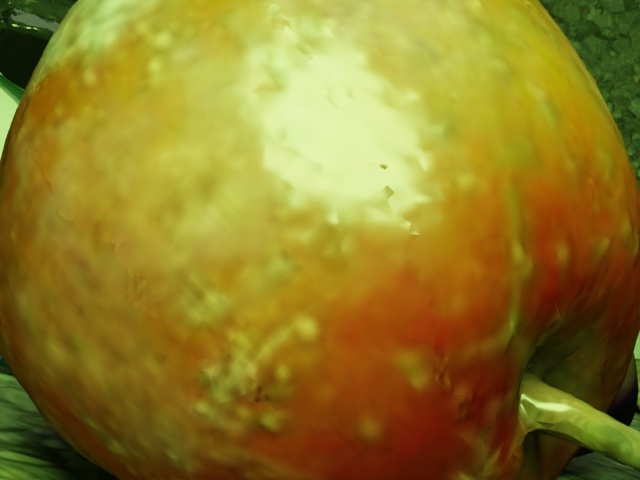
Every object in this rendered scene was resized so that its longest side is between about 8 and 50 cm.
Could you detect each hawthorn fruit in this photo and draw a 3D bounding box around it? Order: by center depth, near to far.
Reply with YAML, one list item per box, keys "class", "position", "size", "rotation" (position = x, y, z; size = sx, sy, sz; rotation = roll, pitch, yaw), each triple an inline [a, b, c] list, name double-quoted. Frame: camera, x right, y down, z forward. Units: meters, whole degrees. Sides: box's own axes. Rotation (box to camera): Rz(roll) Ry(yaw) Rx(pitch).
- class: "hawthorn fruit"
  position: [0.002, 0.016, 0.674]
  size: [0.231, 0.263, 0.235]
  rotation: [-20, -8, 4]

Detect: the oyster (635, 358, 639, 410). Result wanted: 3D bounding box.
- class: "oyster"
  position: [0.242, 0.119, 1.337]
  size: [0.081, 0.038, 0.083]
  rotation: [44, -15, 20]

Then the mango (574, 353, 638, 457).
- class: "mango"
  position: [0.038, 0.022, 0.958]
  size: [0.287, 0.152, 0.201]
  rotation: [15, 2, -17]

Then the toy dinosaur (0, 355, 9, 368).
- class: "toy dinosaur"
  position: [-0.256, -0.001, 0.839]
  size: [0.248, 0.075, 0.188]
  rotation: [12, 23, -38]

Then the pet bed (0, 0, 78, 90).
- class: "pet bed"
  position: [-0.231, -0.146, 1.701]
  size: [0.211, 0.183, 0.159]
  rotation: [12, 32, -22]

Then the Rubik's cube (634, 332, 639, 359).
- class: "Rubik's cube"
  position: [0.368, 0.040, 1.513]
  size: [0.205, 0.207, 0.205]
  rotation: [20, 5, 30]

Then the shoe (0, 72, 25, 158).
- class: "shoe"
  position: [-0.269, -0.079, 1.107]
  size: [0.160, 0.132, 0.363]
  rotation: [-9, 23, -39]
